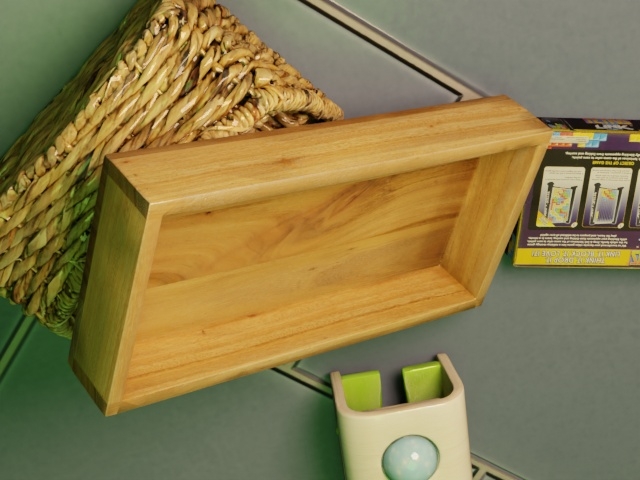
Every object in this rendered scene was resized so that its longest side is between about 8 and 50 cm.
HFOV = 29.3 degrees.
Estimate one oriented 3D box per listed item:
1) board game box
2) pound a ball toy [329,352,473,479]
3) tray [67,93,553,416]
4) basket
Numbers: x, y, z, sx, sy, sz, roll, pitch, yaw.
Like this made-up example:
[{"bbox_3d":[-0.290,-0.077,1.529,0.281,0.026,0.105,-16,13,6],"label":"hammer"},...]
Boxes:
[{"bbox_3d":[0.271,-0.045,1.184,0.170,0.048,0.141,2,114,-8],"label":"board game box"},{"bbox_3d":[0.056,0.295,1.247,0.208,0.135,0.319,-9,112,-4],"label":"pound a ball toy"},{"bbox_3d":[0.000,0.000,1.024,0.411,0.076,0.202,-13,134,-37],"label":"tray"},{"bbox_3d":[-0.136,-0.044,1.042,0.223,0.213,0.299,41,102,-19],"label":"basket"}]
